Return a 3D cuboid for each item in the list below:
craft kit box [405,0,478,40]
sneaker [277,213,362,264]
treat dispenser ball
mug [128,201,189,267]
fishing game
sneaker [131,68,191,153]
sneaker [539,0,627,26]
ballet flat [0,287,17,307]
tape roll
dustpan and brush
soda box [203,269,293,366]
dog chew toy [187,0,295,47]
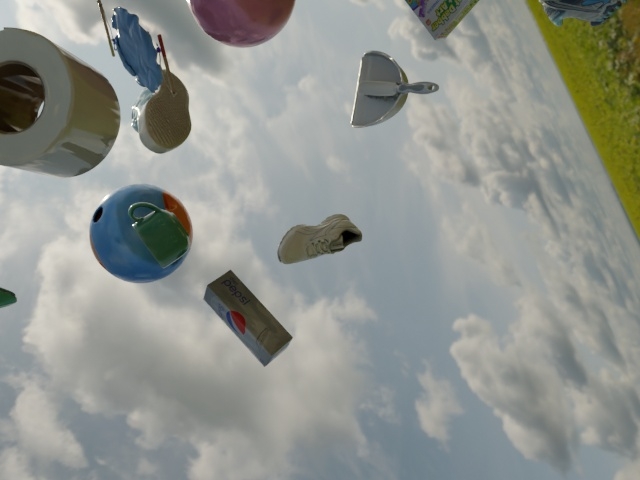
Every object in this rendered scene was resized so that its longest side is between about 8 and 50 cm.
[{"bbox_3d":[0.292,-0.656,1.331,0.060,0.250,0.247,-28,-102,-42],"label":"craft kit box"},{"bbox_3d":[0.000,0.000,1.777,0.297,0.129,0.111,-25,-59,-25],"label":"sneaker"},{"bbox_3d":[-0.516,-0.020,1.628,0.288,0.288,0.288,42,-145,-38],"label":"treat dispenser ball"},{"bbox_3d":[-0.383,-0.019,1.365,0.129,0.097,0.158,46,164,32],"label":"mug"},{"bbox_3d":[-0.393,-0.415,1.227,0.041,0.264,0.189,-35,-39,-29],"label":"fishing game"},{"bbox_3d":[-0.430,-0.308,1.476,0.135,0.150,0.366,38,-155,-28],"label":"sneaker"},{"bbox_3d":[0.575,-0.501,1.119,0.110,0.283,0.122,-46,-59,-18],"label":"sneaker"},{"bbox_3d":[-0.761,0.117,1.153,0.247,0.083,0.087,27,-133,-37],"label":"ballet flat"},{"bbox_3d":[-0.530,-0.248,1.063,0.169,0.246,0.246,15,-128,-82],"label":"tape roll"},{"bbox_3d":[0.134,-0.278,1.035,0.060,0.211,0.148,1,-80,-52],"label":"dustpan and brush"},{"bbox_3d":[-0.218,0.229,1.668,0.286,0.091,0.098,46,-126,12],"label":"soda box"},{"bbox_3d":[-0.172,-0.503,0.977,0.332,0.206,0.207,56,-158,-55],"label":"dog chew toy"}]
